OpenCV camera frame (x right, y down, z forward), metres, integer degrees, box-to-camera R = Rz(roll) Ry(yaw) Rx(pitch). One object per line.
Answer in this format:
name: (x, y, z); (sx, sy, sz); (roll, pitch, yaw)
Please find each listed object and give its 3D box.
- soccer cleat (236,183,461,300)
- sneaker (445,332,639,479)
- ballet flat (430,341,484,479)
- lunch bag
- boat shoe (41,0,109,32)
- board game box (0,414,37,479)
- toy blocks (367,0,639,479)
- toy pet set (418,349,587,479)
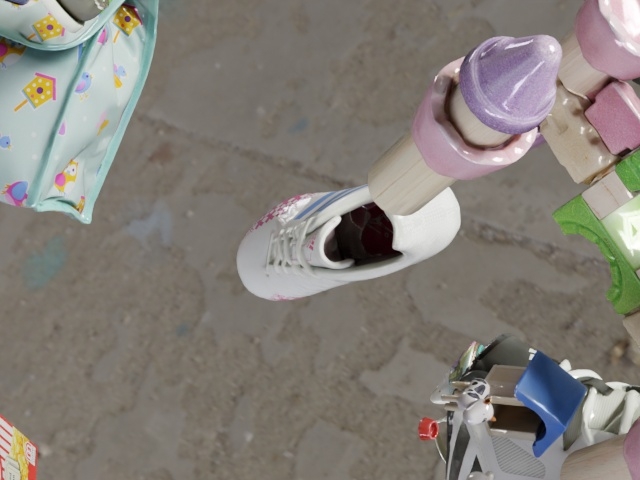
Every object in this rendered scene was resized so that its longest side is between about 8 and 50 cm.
soccer cleat: (0.000, 0.000, 1.441); (0.331, 0.143, 0.116); (-19, 91, 40)
sneaker: (0.241, 0.156, 1.053); (0.257, 0.169, 0.447); (52, 133, 15)
ballet flat: (0.202, 0.259, 1.905); (0.079, 0.077, 0.222); (0, 94, 24)
lunch bag: (-0.297, -0.174, 1.272); (0.223, 0.160, 0.262); (21, 92, 18)
boat shoe: (-0.239, -0.320, 1.068); (0.091, 0.305, 0.109); (-22, 25, 1)
board game box: (-0.342, 0.233, 1.265); (0.045, 0.193, 0.147); (-13, 56, 11)
toy blocks: (0.242, -0.042, 0.746); (0.309, 0.260, 0.289); (-30, 84, -29)
toy pet set: (0.132, 0.140, 0.870); (0.065, 0.122, 0.114); (2, 35, 35)
